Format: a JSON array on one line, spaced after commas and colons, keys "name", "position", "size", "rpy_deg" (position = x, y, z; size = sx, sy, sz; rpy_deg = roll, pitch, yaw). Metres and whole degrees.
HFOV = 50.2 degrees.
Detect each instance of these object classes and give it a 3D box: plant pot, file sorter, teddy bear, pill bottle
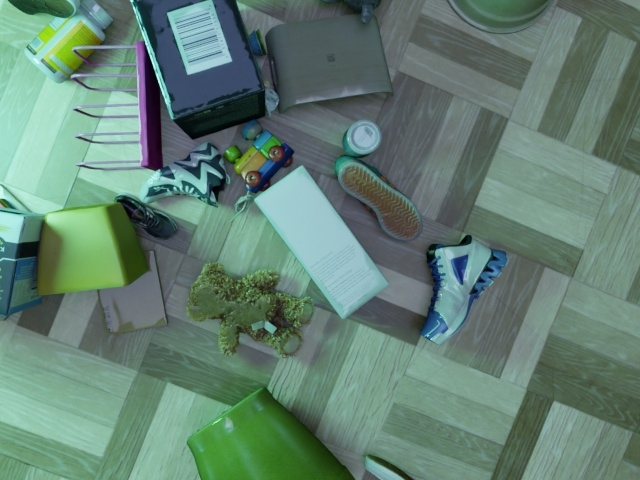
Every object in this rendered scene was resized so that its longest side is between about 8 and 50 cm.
[{"name": "plant pot", "position": [0.495, -0.719, 1.688], "size": [0.334, 0.305, 0.333], "rpy_deg": [0, 92, -4]}, {"name": "plant pot", "position": [-0.138, 0.568, 1.687], "size": [0.367, 0.366, 0.353], "rpy_deg": [-34, 82, -2]}, {"name": "file sorter", "position": [-0.499, -0.318, 1.680], "size": [0.183, 0.202, 0.290], "rpy_deg": [-2, 92, -3]}, {"name": "plant pot", "position": [-0.554, 0.011, 1.648], "size": [0.212, 0.212, 0.187], "rpy_deg": [-5, 98, 0]}, {"name": "teddy bear", "position": [-0.180, 0.183, 1.780], "size": [0.338, 0.113, 0.244], "rpy_deg": [5, 99, -12]}, {"name": "pill bottle", "position": [0.102, -0.256, 1.746], "size": [0.087, 0.160, 0.087], "rpy_deg": [0, 92, -4]}, {"name": "pill bottle", "position": [-0.623, -0.505, 1.705], "size": [0.117, 0.117, 0.215], "rpy_deg": [44, 89, -4]}]

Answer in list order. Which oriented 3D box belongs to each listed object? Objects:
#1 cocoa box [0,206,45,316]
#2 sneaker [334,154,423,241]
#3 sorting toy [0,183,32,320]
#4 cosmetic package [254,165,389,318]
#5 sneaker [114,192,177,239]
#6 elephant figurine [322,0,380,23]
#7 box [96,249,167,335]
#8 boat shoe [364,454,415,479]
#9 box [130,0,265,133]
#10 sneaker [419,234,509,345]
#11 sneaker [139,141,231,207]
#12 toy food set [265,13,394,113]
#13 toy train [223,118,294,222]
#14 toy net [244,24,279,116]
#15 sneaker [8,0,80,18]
[{"name": "cocoa box", "position": [-0.826, 0.026, 1.561], "size": [0.347, 0.231, 0.227], "rpy_deg": [10, 92, -4]}, {"name": "sneaker", "position": [0.154, -0.121, 1.788], "size": [0.108, 0.121, 0.302], "rpy_deg": [-41, 116, 13]}, {"name": "sorting toy", "position": [-0.820, 0.032, 1.723], "size": [0.257, 0.089, 0.255], "rpy_deg": [44, 89, -5]}, {"name": "cosmetic package", "position": [0.000, 0.000, 1.731], "size": [0.155, 0.197, 0.365], "rpy_deg": [-38, 93, -1]}, {"name": "sneaker", "position": [-0.457, -0.058, 1.753], "size": [0.178, 0.077, 0.072], "rpy_deg": [29, 91, -5]}, {"name": "elephant figurine", "position": [0.052, -0.684, 1.742], "size": [0.240, 0.186, 0.169], "rpy_deg": [23, 116, 1]}, {"name": "box", "position": [-0.497, 0.137, 1.785], "size": [0.165, 0.021, 0.201], "rpy_deg": [-10, 92, -4]}, {"name": "boat shoe", "position": [0.217, 0.676, 1.818], "size": [0.277, 0.098, 0.096], "rpy_deg": [36, 88, -6]}, {"name": "box", "position": [-0.271, -0.423, 1.595], "size": [0.212, 0.395, 0.293], "rpy_deg": [-19, 93, -3]}, {"name": "sneaker", "position": [0.333, 0.108, 1.805], "size": [0.182, 0.127, 0.315], "rpy_deg": [38, 82, -1]}, {"name": "sneaker", "position": [-0.333, -0.128, 1.742], "size": [0.235, 0.094, 0.153], "rpy_deg": [-33, 81, -8]}, {"name": "toy food set", "position": [0.024, -0.458, 1.781], "size": [0.306, 0.092, 0.219], "rpy_deg": [-10, 81, -5]}, {"name": "toy train", "position": [-0.199, -0.184, 1.767], "size": [0.143, 0.105, 0.248], "rpy_deg": [45, 96, 12]}, {"name": "toy net", "position": [-0.145, -0.431, 1.731], "size": [0.045, 0.122, 0.232], "rpy_deg": [-17, 85, 0]}, {"name": "sneaker", "position": [-0.654, -0.613, 1.641], "size": [0.106, 0.290, 0.123], "rpy_deg": [40, 75, -48]}]
